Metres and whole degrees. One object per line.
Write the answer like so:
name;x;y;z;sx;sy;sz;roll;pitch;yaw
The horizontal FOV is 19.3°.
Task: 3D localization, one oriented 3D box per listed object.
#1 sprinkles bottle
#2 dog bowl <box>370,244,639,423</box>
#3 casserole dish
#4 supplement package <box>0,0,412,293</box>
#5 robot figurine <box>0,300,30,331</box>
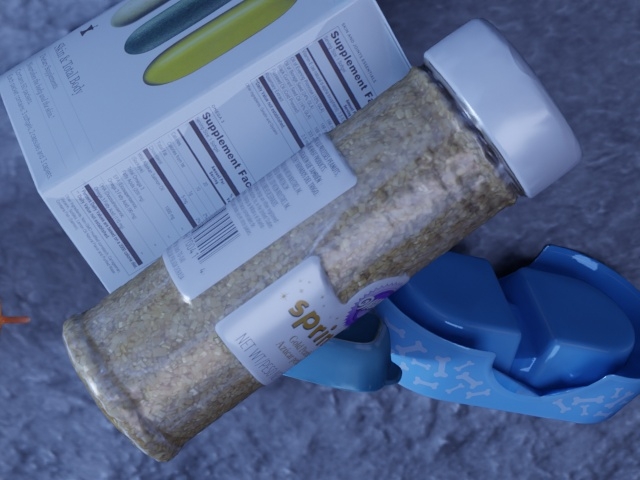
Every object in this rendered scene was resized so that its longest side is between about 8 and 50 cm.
sprinkles bottle;0.000;0.000;1.262;0.355;0.121;0.121;-36;125;3
dog bowl;0.154;0.072;1.588;0.297;0.166;0.074;12;126;-26
casserole dish;-0.025;0.068;1.462;0.188;0.114;0.037;15;108;4
supplement package;-0.065;-0.077;1.388;0.263;0.199;0.198;-32;124;0
robot figurine;-0.334;0.056;1.410;0.219;0.128;0.158;9;115;-25
